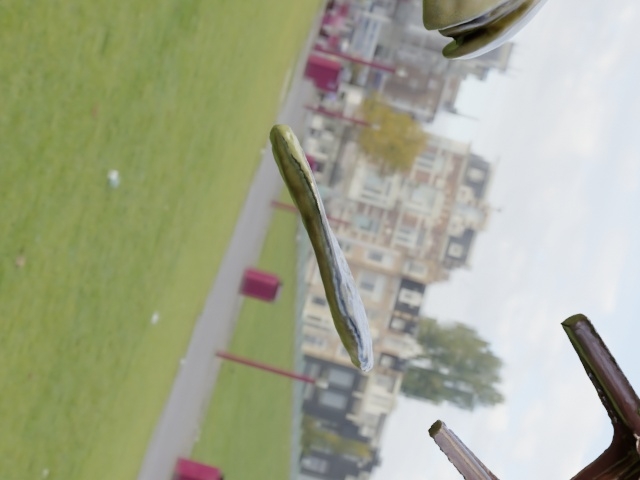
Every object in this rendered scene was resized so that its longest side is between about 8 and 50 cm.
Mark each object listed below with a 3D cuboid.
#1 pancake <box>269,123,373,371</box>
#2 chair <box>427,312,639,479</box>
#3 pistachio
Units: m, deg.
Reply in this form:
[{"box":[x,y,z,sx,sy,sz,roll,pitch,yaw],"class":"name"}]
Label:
[{"box":[0.001,0.000,1.187,0.250,0.031,0.250,-21,90,-89],"class":"pancake"},{"box":[0.266,0.251,1.027,0.175,0.326,0.183,-36,-161,-2],"class":"chair"},{"box":[0.199,-0.304,1.386,0.238,0.138,0.153,-51,-146,-7],"class":"pistachio"}]
